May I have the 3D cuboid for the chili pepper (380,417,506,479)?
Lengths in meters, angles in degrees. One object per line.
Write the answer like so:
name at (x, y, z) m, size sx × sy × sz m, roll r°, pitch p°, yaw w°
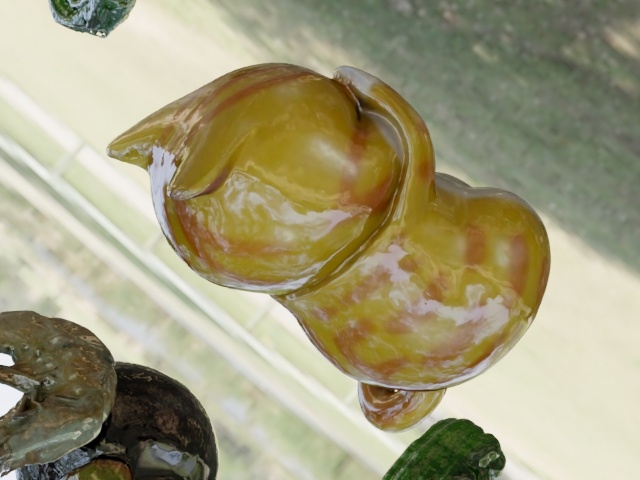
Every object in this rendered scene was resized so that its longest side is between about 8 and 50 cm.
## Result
chili pepper at (0.090, 0.273, 1.647) m, size 0.083 × 0.253 × 0.099 m, roll 7°, pitch 139°, yaw 49°

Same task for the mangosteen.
mangosteen at (-0.255, 0.301, 2.141) m, size 0.275 × 0.275 × 0.302 m, roll 47°, pitch -164°, yaw -35°

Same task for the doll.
doll at (0.016, -0.009, 1.036) m, size 0.269 × 0.162 × 0.166 m, roll 40°, pitch 166°, yaw -27°

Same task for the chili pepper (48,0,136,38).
chili pepper at (-0.234, -0.245, 1.700) m, size 0.050 × 0.073 × 0.182 m, roll -5°, pitch -162°, yaw -30°

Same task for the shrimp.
shrimp at (-0.371, 0.175, 1.926) m, size 0.247 × 0.085 × 0.360 m, roll 26°, pitch -150°, yaw 9°
